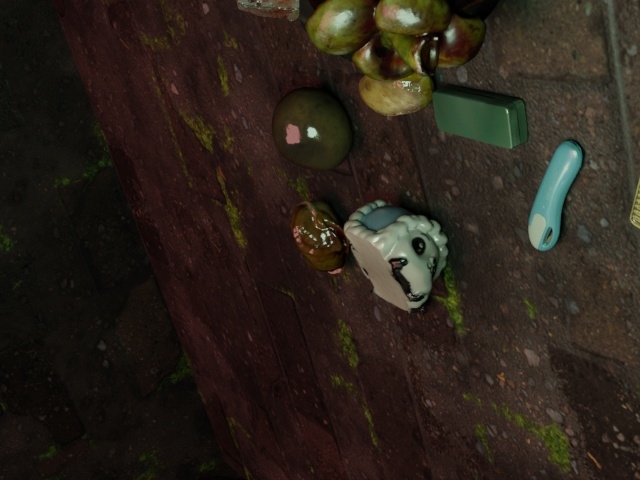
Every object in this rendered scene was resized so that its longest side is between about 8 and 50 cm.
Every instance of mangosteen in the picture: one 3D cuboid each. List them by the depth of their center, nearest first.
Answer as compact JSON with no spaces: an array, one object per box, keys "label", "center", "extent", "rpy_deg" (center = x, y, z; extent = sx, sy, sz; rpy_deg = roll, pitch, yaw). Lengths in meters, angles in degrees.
[{"label":"mangosteen","center":[0.118,-0.374,1.243],"extent":[0.307,0.307,0.346],"rpy_deg":[132,146,-63]}]

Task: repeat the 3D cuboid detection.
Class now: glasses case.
[{"label":"glasses case","center":[0.265,-0.210,1.467],"extent":[0.184,0.039,0.077],"rpy_deg":[26,137,51]}]

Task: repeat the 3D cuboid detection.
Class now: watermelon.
[{"label":"watermelon","center":[-0.115,-0.524,1.793],"extent":[0.187,0.139,0.071],"rpy_deg":[62,-172,0]}]

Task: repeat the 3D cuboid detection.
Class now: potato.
[{"label":"potato","center":[0.138,-0.276,1.583],"extent":[0.107,0.080,0.170],"rpy_deg":[47,154,-20]}]

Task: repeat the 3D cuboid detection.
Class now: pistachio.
[{"label":"pistachio","center":[0.000,0.000,2.070],"extent":[0.165,0.130,0.210],"rpy_deg":[12,136,45]}]

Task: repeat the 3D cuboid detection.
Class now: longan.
[{"label":"longan","center":[-0.017,-0.234,1.848],"extent":[0.187,0.167,0.167],"rpy_deg":[38,152,2]}]

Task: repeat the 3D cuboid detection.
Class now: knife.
[{"label":"knife","center":[0.378,-0.070,1.405],"extent":[0.064,0.031,0.222],"rpy_deg":[49,148,34]}]

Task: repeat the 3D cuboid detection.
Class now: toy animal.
[{"label":"toy animal","center":[0.161,0.017,1.756],"extent":[0.204,0.156,0.208],"rpy_deg":[22,150,49]}]

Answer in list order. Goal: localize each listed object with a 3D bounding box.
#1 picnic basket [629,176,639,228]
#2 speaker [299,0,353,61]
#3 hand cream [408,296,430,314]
[{"label":"picnic basket","center":[0.486,-0.068,1.145],"extent":[0.115,0.079,0.164],"rpy_deg":[41,147,38]},{"label":"speaker","center":[0.019,-0.478,1.503],"extent":[0.180,0.184,0.388],"rpy_deg":[42,149,36]},{"label":"hand cream","center":[0.177,0.088,1.916],"extent":[0.186,0.054,0.087],"rpy_deg":[56,159,28]}]
